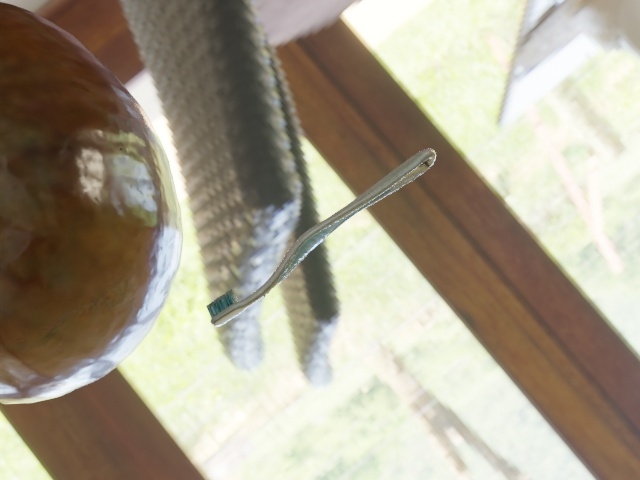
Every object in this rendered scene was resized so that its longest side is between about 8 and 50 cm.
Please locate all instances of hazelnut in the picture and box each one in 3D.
[{"bbox_3d":[-0.329,-0.031,1.202,0.359,0.409,0.359,-30,147,-22],"label":"hazelnut"}]

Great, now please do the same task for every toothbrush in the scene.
[{"bbox_3d":[0.000,0.000,0.738,0.162,0.017,0.014,-35,153,16],"label":"toothbrush"}]
